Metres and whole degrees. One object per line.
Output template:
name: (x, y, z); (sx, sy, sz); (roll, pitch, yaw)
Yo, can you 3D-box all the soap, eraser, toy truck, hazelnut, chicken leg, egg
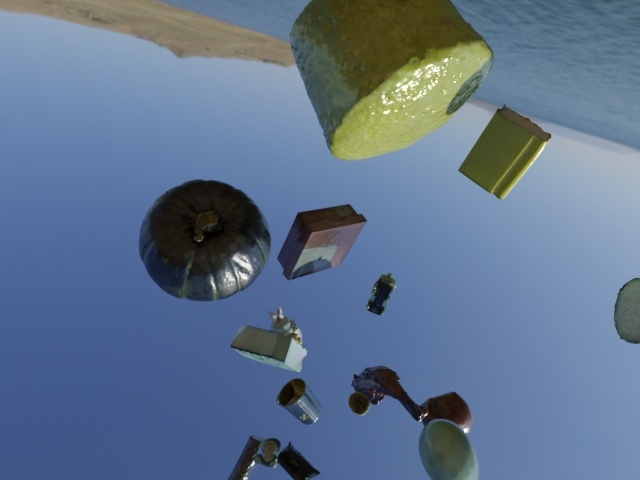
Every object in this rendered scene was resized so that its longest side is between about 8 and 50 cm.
soap: (-0.180, 0.366, 1.437); (0.230, 0.145, 0.091); (1, -124, 34)
eraser: (0.505, -0.238, 1.174); (0.158, 0.226, 0.069); (38, -129, 14)
toy truck: (0.231, 0.195, 1.590); (0.077, 0.169, 0.100); (21, -138, 11)
hazelnut: (0.537, 0.754, 1.797); (0.181, 0.212, 0.181); (35, -150, -51)
chicken leg: (0.242, 0.564, 1.606); (0.095, 0.158, 0.407); (1, 178, -32)
egg: (0.396, 0.668, 1.307); (0.168, 0.168, 0.231); (-18, -97, -54)

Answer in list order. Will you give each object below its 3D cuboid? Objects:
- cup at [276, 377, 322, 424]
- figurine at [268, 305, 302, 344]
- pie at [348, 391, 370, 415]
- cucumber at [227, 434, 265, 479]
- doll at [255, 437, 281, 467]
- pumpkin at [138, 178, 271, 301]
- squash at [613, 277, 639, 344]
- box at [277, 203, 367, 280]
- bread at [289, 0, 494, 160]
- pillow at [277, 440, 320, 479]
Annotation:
cup: (-0.094, 0.673, 1.756); (0.176, 0.155, 0.131); (-18, -150, 34)
figurine: (-0.151, 0.385, 1.782); (0.127, 0.236, 0.155); (-15, -126, 1)
pie: (0.133, 0.564, 1.465); (0.084, 0.021, 0.084); (12, -137, -12)
cucumber: (-0.281, 0.813, 1.446); (0.067, 0.294, 0.067); (27, 167, 7)
doll: (-0.155, 0.637, 1.276); (0.076, 0.050, 0.083); (4, -127, 15)
pumpkin: (-0.287, 0.000, 1.078); (0.323, 0.241, 0.323); (8, -125, -11)
squash: (0.716, 0.154, 0.806); (0.246, 0.133, 0.132); (10, -157, 1)
box: (0.000, 0.000, 1.252); (0.215, 0.215, 0.086); (-14, -124, -38)
bread: (0.129, -0.355, 0.840); (0.348, 0.348, 0.308); (-13, -102, -50)
pillow: (-0.081, 0.734, 1.386); (0.150, 0.048, 0.090); (32, -166, 32)
